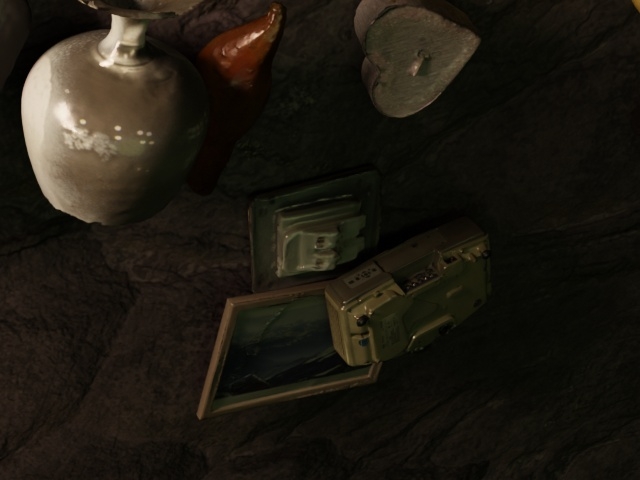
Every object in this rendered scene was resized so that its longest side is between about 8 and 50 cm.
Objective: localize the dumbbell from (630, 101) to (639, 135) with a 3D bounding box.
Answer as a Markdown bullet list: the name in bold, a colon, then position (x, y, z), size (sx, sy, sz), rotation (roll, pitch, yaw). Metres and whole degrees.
- **dumbbell**: position (0.524, -0.174, 2.160), size (0.069, 0.069, 0.147), rotation (-37, 136, 8)

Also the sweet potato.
- **sweet potato**: position (-0.127, -0.186, 1.795), size (0.112, 0.112, 0.359), rotation (3, 145, -28)

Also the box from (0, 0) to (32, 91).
- **box**: position (-0.540, -0.188, 1.564), size (0.359, 0.091, 0.350), rotation (15, 108, -35)

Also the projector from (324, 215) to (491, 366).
- **projector**: position (0.144, 0.094, 2.164), size (0.269, 0.088, 0.193), rotation (-26, 137, -16)

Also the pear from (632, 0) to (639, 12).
- **pear**: position (0.544, -0.394, 1.817), size (0.309, 0.309, 0.309), rotation (-14, 134, -15)

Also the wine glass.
- **wine glass**: position (-0.237, -0.190, 1.656), size (0.238, 0.238, 0.323), rotation (-3, 133, -24)

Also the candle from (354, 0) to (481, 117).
- **candle**: position (0.131, -0.263, 1.882), size (0.168, 0.068, 0.192), rotation (-17, 137, -8)

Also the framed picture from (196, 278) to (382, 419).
- **framed picture**: position (-0.022, 0.160, 2.187), size (0.335, 0.022, 0.247), rotation (-8, 133, -32)

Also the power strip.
- **power strip**: position (0.000, 0.000, 2.058), size (0.213, 0.064, 0.198), rotation (-14, 133, -14)
